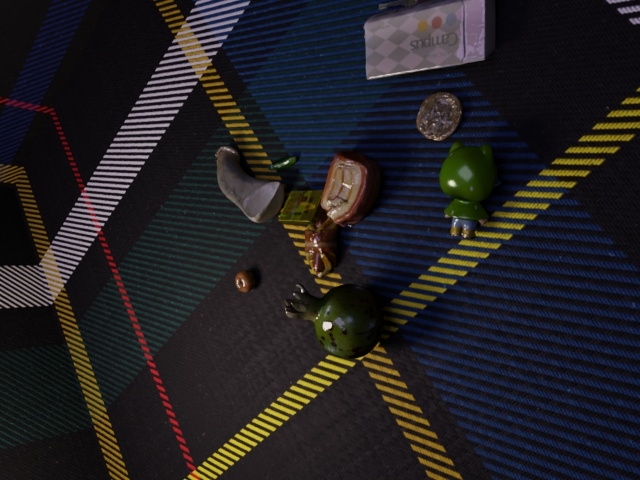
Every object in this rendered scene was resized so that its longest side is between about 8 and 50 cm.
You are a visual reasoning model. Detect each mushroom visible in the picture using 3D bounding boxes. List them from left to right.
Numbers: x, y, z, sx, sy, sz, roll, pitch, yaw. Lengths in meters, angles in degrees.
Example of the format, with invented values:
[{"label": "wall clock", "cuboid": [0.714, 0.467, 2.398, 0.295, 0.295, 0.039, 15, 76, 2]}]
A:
[{"label": "mushroom", "cuboid": [-0.297, -0.222, 2.108, 0.397, 0.126, 0.177, 37, 101, 35]}]

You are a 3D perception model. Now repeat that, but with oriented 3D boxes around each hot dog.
[{"label": "hot dog", "cuboid": [-0.001, -0.001, 1.870, 0.123, 0.093, 0.262, -2, 87, 40]}]

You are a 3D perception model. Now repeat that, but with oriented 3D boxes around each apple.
[{"label": "apple", "cuboid": [-0.286, 0.155, 2.117, 0.084, 0.071, 0.084, 7, 101, 39]}]

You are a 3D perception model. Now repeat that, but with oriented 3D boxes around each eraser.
[{"label": "eraser", "cuboid": [0.313, -0.607, 1.634, 0.396, 0.082, 0.213, 3, 100, 40]}]

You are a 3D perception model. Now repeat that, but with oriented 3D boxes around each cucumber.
[{"label": "cucumber", "cuboid": [-0.145, -0.280, 2.040, 0.155, 0.037, 0.037, -14, 79, 39]}]

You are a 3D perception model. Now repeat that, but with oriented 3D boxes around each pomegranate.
[{"label": "pomegranate", "cuboid": [0.053, 0.237, 1.676, 0.242, 0.306, 0.242, -27, 55, 47]}]

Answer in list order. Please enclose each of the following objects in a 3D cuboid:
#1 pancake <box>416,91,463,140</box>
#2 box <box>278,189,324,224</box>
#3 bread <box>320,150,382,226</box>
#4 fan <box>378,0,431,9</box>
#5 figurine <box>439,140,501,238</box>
[{"label": "pancake", "cuboid": [0.352, -0.372, 1.638, 0.151, 0.025, 0.152, -1, 88, 40]}, {"label": "box", "cuboid": [-0.061, -0.115, 1.913, 0.193, 0.030, 0.121, 4, 67, 53]}, {"label": "bread", "cuboid": [0.097, -0.161, 1.779, 0.190, 0.123, 0.244, 21, 103, 37]}, {"label": "fan", "cuboid": [0.317, -0.741, 1.690, 0.335, 0.011, 0.230, 6, 93, 40]}, {"label": "figurine", "cuboid": [0.406, -0.137, 1.519, 0.162, 0.143, 0.263, 17, 110, 45]}]
